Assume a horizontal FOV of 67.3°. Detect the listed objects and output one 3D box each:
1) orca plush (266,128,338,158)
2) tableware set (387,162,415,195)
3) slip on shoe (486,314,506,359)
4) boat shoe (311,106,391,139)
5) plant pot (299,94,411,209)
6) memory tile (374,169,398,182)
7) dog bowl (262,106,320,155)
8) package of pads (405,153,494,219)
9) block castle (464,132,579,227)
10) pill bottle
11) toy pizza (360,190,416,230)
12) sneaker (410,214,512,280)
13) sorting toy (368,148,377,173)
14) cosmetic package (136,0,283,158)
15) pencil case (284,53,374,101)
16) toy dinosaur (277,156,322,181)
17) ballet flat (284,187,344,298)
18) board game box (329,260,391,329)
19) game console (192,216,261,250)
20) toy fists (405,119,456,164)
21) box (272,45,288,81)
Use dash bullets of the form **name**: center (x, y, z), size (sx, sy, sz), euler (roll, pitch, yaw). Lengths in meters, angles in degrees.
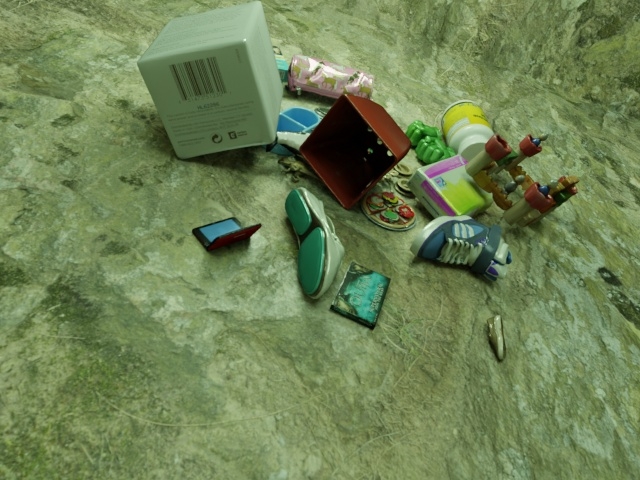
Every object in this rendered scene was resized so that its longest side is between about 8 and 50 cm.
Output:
- **orca plush**: center (-0.067, -0.306, 1.680), size (0.287, 0.102, 0.151), euler (-6, 72, -35)
- **tableware set**: center (0.314, -0.237, 1.788), size (0.128, 0.039, 0.194), euler (11, 41, -11)
- **slip on shoe**: center (0.474, 0.262, 1.300), size (0.041, 0.051, 0.135), euler (-12, 43, 24)
- **boat shoe**: center (0.125, -0.504, 1.947), size (0.335, 0.119, 0.121), euler (6, 42, -16)
- **plant pot**: center (0.143, -0.309, 1.586), size (0.267, 0.267, 0.235), euler (52, 42, 6)
- **memory tile**: center (0.206, -0.262, 1.769), size (0.113, 0.012, 0.148), euler (-23, 46, -31)
- **dog bowl**: center (-0.107, -0.417, 1.792), size (0.166, 0.074, 0.297), euler (32, 41, 15)
- **package of pads**: center (0.477, -0.176, 1.709), size (0.296, 0.101, 0.229), euler (-24, 69, -40)
- **block castle**: center (0.754, -0.239, 1.736), size (0.453, 0.213, 0.303), euler (-14, 66, -50)
- **pill bottle**: center (0.624, -0.436, 2.022), size (0.187, 0.188, 0.334), euler (12, 41, -9)
- **toy pizza**: center (0.233, -0.109, 1.618), size (0.201, 0.032, 0.201), euler (11, 41, -10)
- **sneaker**: center (0.455, 0.036, 1.470), size (0.322, 0.130, 0.236), euler (-14, 46, -41)
- **sorting toy**: center (0.167, -0.343, 1.816), size (0.132, 0.046, 0.274), euler (-11, 43, -20)
- **cosmetic package**: center (-0.323, -0.523, 1.549), size (0.329, 0.327, 0.394), euler (-8, 41, 8)
- **pencil case**: center (0.046, -0.688, 2.092), size (0.386, 0.167, 0.160), euler (9, 11, -12)
- **toy dinosaur**: center (-0.073, -0.242, 1.628), size (0.183, 0.053, 0.092), euler (29, 40, 11)
- **ballet flat**: center (0.000, 0.000, 1.345), size (0.139, 0.139, 0.400), euler (3, 42, -19)
- **board game box**: center (0.110, 0.143, 1.293), size (0.126, 0.026, 0.186), euler (24, 40, 4)
- **game console**: center (-0.254, -0.034, 1.303), size (0.144, 0.124, 0.085), euler (-22, 82, -38)
- **toy fists**: center (0.447, -0.402, 1.984), size (0.142, 0.096, 0.279), euler (1, 45, -19)
- **box**: center (-0.217, -0.816, 2.201), size (0.100, 0.060, 0.244), euler (0, 44, -22)
